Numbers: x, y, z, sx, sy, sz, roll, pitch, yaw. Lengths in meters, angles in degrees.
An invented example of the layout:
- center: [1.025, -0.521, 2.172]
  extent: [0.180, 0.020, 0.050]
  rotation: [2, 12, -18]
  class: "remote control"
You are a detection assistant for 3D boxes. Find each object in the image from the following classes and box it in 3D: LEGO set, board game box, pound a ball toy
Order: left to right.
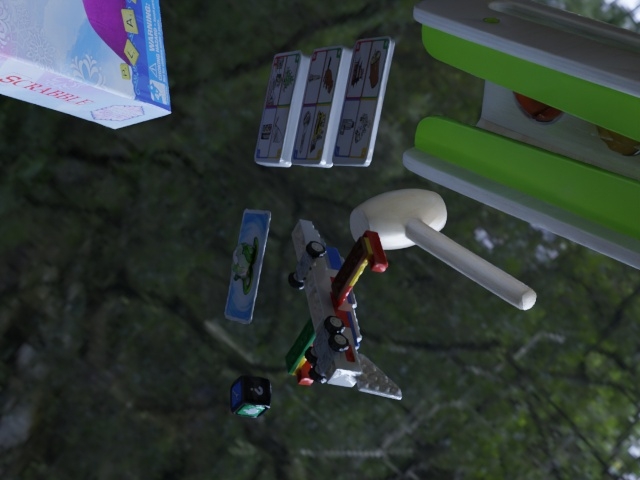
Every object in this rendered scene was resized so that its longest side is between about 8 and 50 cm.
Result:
- center: [-0.238, -0.270, 1.111]
  extent: [0.066, 0.318, 0.318]
  rotation: [-12, -100, 25]
  class: "board game box"
- center: [0.000, 0.000, 0.916]
  extent: [0.182, 0.060, 0.244]
  rotation: [7, -95, 66]
  class: "LEGO set"
- center: [0.177, -0.053, 1.028]
  extent: [0.136, 0.208, 0.319]
  rotation: [-18, -149, -38]
  class: "pound a ball toy"
